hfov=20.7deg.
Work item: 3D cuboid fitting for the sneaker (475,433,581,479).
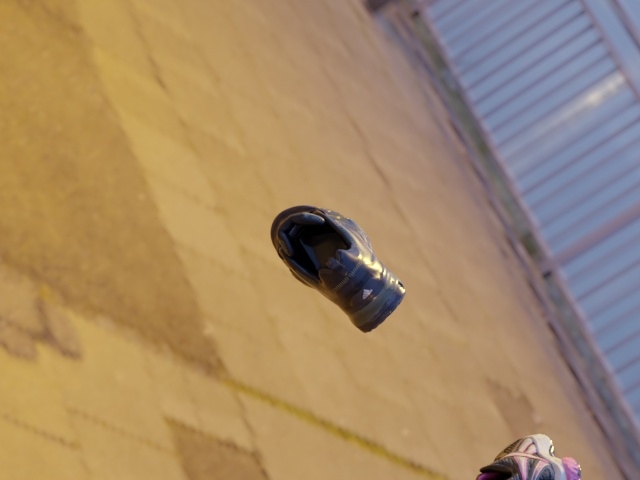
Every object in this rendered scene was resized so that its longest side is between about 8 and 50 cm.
[{"bbox_3d":[0.164,0.203,1.491,0.178,0.077,0.072,150,-62,-81],"label":"sneaker"}]

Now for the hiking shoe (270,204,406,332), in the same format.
[{"bbox_3d":[0.000,0.000,1.740,0.114,0.086,0.227,48,-6,-33],"label":"hiking shoe"}]
